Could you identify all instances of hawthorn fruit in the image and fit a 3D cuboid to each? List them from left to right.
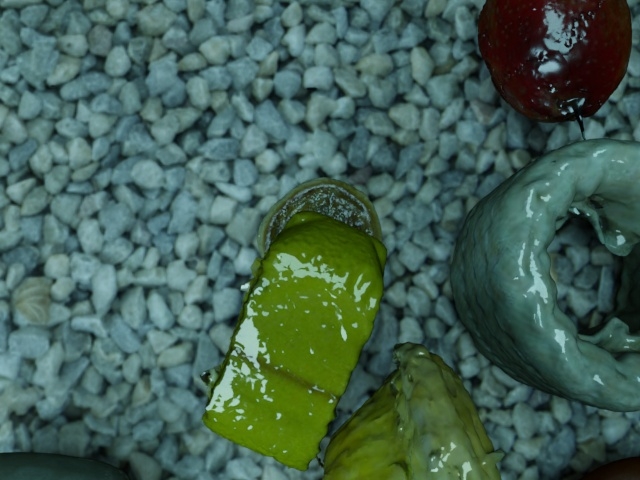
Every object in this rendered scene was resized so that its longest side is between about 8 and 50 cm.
[{"bbox_3d":[0.272,-0.215,0.799,0.181,0.181,0.235,2,69,-3],"label":"hawthorn fruit"}]

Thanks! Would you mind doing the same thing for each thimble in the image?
[{"bbox_3d":[0.306,0.033,0.776,0.291,0.195,0.292,1,85,-8],"label":"thimble"}]

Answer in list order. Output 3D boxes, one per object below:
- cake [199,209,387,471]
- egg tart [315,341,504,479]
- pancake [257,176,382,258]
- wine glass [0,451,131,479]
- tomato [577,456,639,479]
[{"bbox_3d":[-0.024,0.097,0.745,0.156,0.179,0.261,24,101,-4],"label":"cake"},{"bbox_3d":[0.102,0.285,0.655,0.169,0.388,0.388,-15,86,4],"label":"egg tart"},{"bbox_3d":[0.000,0.000,0.843,0.158,0.028,0.158,0,87,-1],"label":"pancake"},{"bbox_3d":[-0.229,0.351,0.695,0.322,0.238,0.238,20,84,-7],"label":"wine glass"},{"bbox_3d":[0.364,0.367,0.712,0.264,0.265,0.265,0,84,-3],"label":"tomato"}]
